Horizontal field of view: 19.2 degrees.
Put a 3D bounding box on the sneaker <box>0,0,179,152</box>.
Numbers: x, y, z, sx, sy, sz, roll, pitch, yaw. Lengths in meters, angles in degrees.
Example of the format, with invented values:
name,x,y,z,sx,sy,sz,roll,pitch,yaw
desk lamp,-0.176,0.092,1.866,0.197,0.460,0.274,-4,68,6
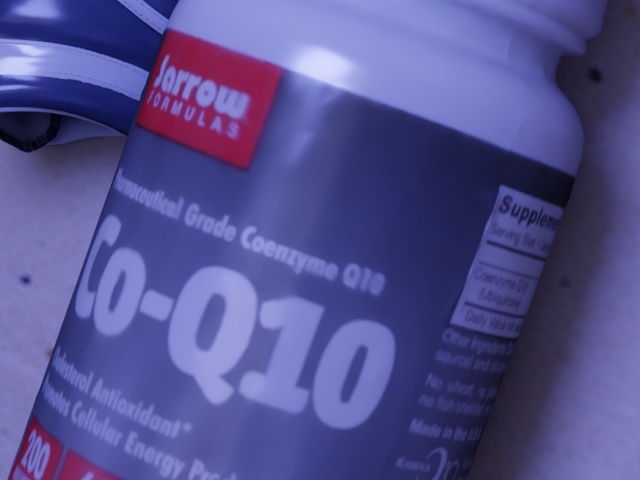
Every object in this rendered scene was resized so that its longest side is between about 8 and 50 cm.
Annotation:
name,x,y,z,sx,sy,sz,roll,pitch,yaw
sneaker,-0.162,-0.135,0.802,0.282,0.099,0.153,23,93,19

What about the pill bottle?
name,x,y,z,sx,sy,sz,roll,pitch,yaw
pill bottle,0.000,0.000,0.694,0.161,0.161,0.283,21,94,22
